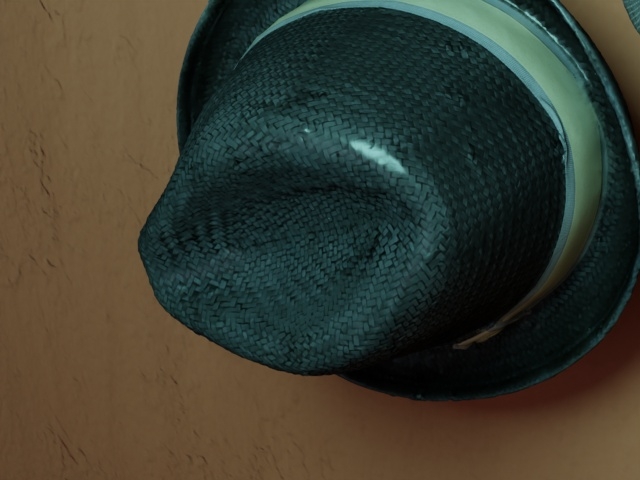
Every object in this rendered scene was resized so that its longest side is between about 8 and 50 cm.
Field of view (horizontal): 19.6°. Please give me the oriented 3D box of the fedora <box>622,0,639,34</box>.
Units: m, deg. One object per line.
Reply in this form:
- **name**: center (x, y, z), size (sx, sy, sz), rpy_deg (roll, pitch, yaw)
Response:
- **fedora**: center (0.224, -0.182, 0.752), size (0.275, 0.124, 0.243), rpy_deg (133, 145, -77)

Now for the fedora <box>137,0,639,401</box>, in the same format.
- **fedora**: center (0.009, -0.021, 1.039), size (0.334, 0.152, 0.334), rpy_deg (19, 122, 32)
